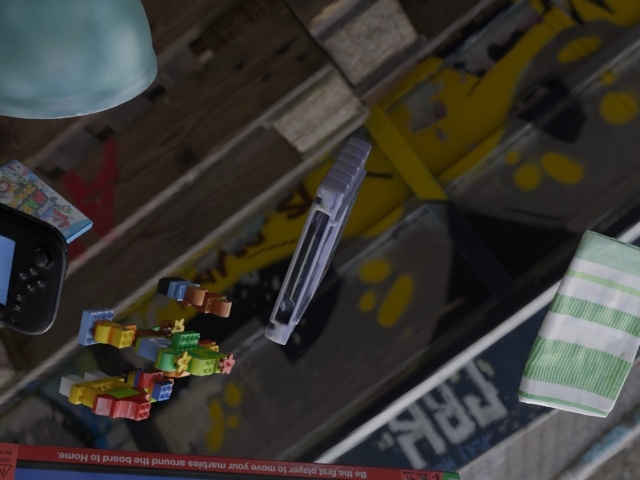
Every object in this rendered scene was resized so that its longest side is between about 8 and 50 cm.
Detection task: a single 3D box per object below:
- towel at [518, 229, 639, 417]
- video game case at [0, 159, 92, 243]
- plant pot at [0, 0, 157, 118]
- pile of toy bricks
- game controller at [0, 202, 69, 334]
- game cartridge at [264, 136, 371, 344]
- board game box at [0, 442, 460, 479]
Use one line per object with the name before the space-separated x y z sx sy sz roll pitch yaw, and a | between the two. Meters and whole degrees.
towel | 0.495 0.158 1.779 0.247 0.038 0.325 15 104 -31
video game case | -0.452 -0.048 1.536 0.119 0.166 0.015 -43 168 -48
plant pot | -0.383 -0.326 1.402 0.293 0.293 0.196 -17 130 -26
pile of toy bricks | -0.135 0.107 0.952 0.212 0.105 0.118 -2 108 -62
game controller | -0.490 0.010 1.360 0.067 0.319 0.166 -32 142 -71
game cartridge | 0.000 0.000 1.867 0.230 0.068 0.355 -52 166 -56
board game box | -0.059 0.175 0.479 0.281 0.145 0.027 7 145 -14
